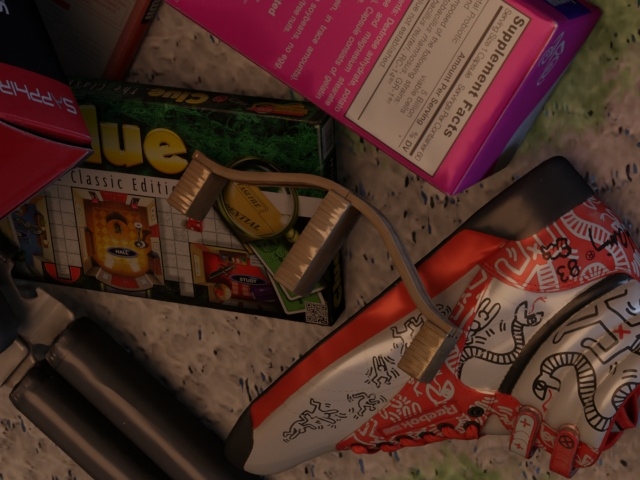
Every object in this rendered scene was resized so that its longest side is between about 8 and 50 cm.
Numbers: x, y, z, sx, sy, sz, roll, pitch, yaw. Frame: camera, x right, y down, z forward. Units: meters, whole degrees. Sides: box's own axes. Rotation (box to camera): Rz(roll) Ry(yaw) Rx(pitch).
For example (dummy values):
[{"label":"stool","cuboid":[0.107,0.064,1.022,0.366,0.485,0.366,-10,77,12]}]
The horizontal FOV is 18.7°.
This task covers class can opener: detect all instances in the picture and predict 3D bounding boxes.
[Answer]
[{"label":"can opener","cuboid":[-0.157,0.089,1.159,0.280,0.093,0.074,41,115,-3]}]

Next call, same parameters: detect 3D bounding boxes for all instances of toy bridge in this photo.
[{"label":"toy bridge","cuboid":[0.000,0.000,1.047,0.188,0.026,0.063,35,96,23]}]

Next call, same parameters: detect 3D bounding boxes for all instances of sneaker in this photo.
[{"label":"sneaker","cuboid":[0.077,0.089,1.078,0.270,0.090,0.145,-41,82,20]}]

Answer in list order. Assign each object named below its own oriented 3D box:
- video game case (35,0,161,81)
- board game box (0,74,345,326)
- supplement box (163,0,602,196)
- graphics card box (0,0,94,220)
[{"label":"video game case","cuboid":[-0.162,-0.226,1.142,0.204,0.025,0.285,32,110,13]},{"label":"board game box","cuboid":[-0.113,-0.029,1.141,0.260,0.030,0.136,7,119,20]},{"label":"supplement box","cuboid":[0.024,-0.133,1.043,0.220,0.111,0.114,36,110,10]},{"label":"graphics card box","cuboid":[-0.293,-0.151,1.105,0.233,0.094,0.371,-34,65,25]}]
